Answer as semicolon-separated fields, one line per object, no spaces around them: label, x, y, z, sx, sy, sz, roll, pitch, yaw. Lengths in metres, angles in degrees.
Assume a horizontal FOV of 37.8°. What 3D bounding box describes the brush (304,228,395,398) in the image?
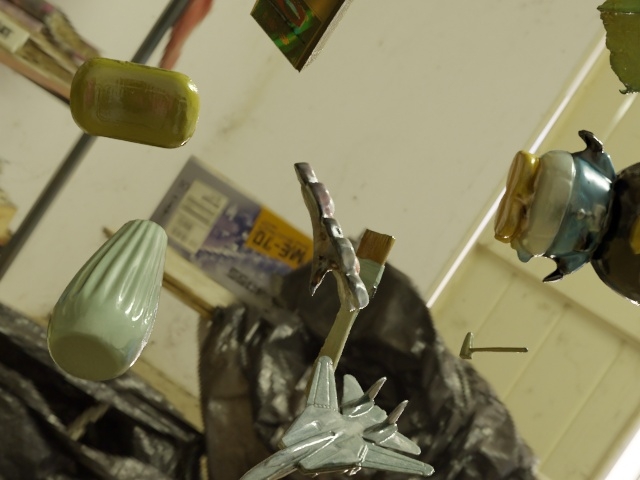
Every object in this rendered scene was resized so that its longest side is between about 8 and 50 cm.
brush;0.047;0.140;1.710;0.085;0.336;0.020;19;-8;44

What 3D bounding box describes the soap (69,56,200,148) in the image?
soap;-0.202;-0.150;1.022;0.140;0.088;0.045;10;17;-7

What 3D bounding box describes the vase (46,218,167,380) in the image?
vase;-0.273;0.068;1.257;0.128;0.128;0.248;33;40;-15

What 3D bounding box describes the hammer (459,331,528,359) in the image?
hammer;0.366;0.219;1.948;0.028;0.060;0.195;29;-20;-28

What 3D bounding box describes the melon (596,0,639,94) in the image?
melon;0.404;-0.241;1.191;0.114;0.053;0.262;12;-16;17

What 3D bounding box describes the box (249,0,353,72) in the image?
box;-0.028;-0.454;1.766;0.159;0.071;0.240;49;-35;6

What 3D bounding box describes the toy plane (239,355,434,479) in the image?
toy plane;-0.006;0.256;1.139;0.267;0.088;0.212;-23;57;-40

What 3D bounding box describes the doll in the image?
doll;0.341;-0.009;0.956;0.314;0.177;0.141;13;10;-4

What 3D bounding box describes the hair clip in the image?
hair clip;0.007;-0.003;1.327;0.146;0.075;0.257;69;6;-48
